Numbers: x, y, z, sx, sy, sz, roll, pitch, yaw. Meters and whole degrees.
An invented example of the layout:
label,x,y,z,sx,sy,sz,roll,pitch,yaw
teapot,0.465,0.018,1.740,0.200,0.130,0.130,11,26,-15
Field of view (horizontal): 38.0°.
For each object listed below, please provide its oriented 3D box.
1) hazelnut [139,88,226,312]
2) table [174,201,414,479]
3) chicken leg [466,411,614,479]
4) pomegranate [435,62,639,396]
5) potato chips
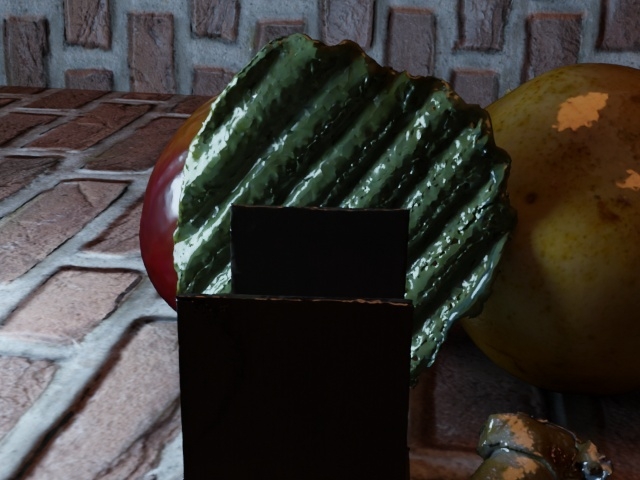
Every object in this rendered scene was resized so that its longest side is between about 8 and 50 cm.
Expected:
label,x,y,z,sx,sy,sz,roll,pitch,yaw
hazelnut,-0.033,-0.057,1.239,0.420,0.353,0.421,-17,-15,-5
table,-0.007,0.135,0.840,0.196,0.282,0.251,2,19,5
chicken leg,0.190,0.228,0.908,0.196,0.081,0.125,-7,34,-21
pomegranate,0.325,-0.024,1.131,0.416,0.417,0.417,1,20,0
potato chips,0.000,0.000,0.996,0.358,0.429,0.070,40,16,6
